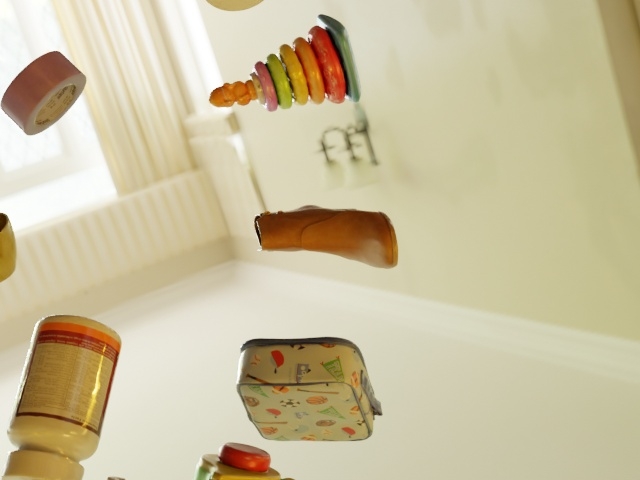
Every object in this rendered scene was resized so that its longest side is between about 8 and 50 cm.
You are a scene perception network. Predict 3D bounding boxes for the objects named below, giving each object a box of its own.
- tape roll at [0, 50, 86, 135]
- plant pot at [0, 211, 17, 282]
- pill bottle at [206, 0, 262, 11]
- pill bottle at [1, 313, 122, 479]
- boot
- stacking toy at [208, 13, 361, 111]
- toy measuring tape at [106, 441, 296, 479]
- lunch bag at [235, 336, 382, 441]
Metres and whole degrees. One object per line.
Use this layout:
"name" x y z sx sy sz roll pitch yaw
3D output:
"tape roll" -0.619 -0.329 2.380 0.189 0.080 0.189 -45 177 -3
"plant pot" -0.605 0.025 1.929 0.134 0.095 0.134 -17 -149 11
"pill bottle" -0.127 -0.407 1.394 0.119 0.208 0.119 -11 147 -7
"pill bottle" -0.344 0.219 1.409 0.121 0.121 0.221 -10 -123 32
"boot" 0.000 -0.001 1.882 0.211 0.104 0.295 -6 -166 -17
"stacking toy" -0.080 -0.322 2.135 0.302 0.165 0.175 -20 -149 -9
"toy measuring tape" -0.153 0.307 1.321 0.121 0.121 0.330 -7 165 44
"lunch bag" -0.015 0.279 1.952 0.243 0.303 0.115 -4 -121 10
